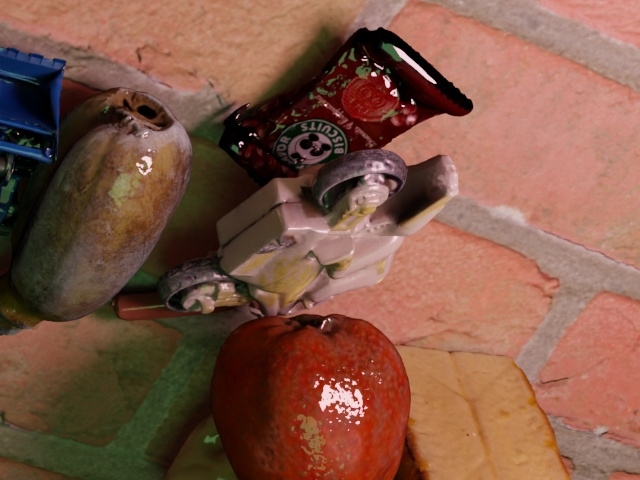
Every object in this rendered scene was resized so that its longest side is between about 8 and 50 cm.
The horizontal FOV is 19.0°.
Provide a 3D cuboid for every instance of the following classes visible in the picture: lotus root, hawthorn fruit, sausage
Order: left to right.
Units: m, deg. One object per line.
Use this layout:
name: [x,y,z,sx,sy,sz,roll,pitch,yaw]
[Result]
lotus root: [-0.233,-0.010,1.914,0.140,0.158,0.322,15,128,-25]
sausage: [-0.155,0.065,2.065,0.147,0.030,0.035,-7,128,-9]
hawthorn fruit: [-0.012,0.206,1.991,0.210,0.210,0.262,1,93,-14]

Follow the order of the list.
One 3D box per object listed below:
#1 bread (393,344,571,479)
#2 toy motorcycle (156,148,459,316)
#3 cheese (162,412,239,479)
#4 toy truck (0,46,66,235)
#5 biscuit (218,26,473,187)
bread: [0.137,0.302,2.158,0.207,0.279,0.279,5,122,-18]
toy motorcycle: [0.000,0.000,1.967,0.223,0.108,0.340,8,149,-41]
cheese: [-0.076,0.291,2.156,0.117,0.218,0.235,-2,95,-58]
toy truck: [-0.327,-0.086,1.850,0.113,0.126,0.208,13,121,-22]
biscuit: [0.020,-0.124,1.944,0.235,0.063,0.151,-33,126,22]
